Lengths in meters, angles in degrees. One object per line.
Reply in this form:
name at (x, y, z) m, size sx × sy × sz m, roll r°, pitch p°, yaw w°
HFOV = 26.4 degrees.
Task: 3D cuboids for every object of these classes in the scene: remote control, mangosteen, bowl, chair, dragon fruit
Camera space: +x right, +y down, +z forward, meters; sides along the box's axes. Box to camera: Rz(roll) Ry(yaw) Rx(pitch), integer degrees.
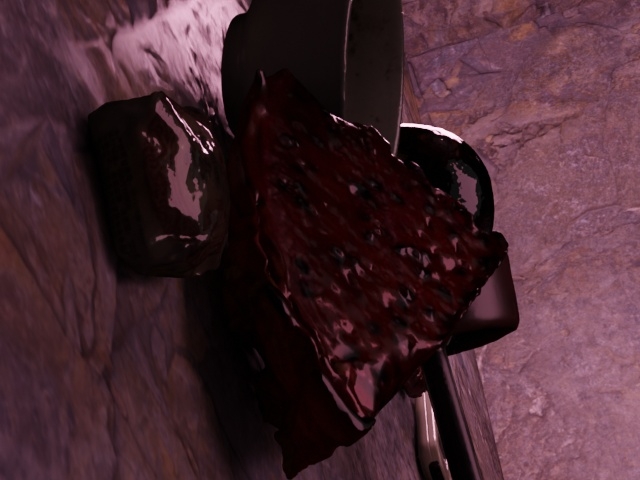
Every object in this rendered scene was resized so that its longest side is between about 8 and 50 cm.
remote control at (0.167, 0.293, 2.064) m, size 0.221 × 0.042 × 0.078 m, roll -84°, pitch 157°, yaw -65°
mangosteen at (0.103, -0.033, 1.714) m, size 0.265 × 0.228 × 0.228 m, roll -30°, pitch 104°, yaw -67°
bowl at (-0.012, -0.165, 1.359) m, size 0.289 × 0.146 × 0.289 m, roll 3°, pitch 90°, yaw -77°
chair at (0.156, 0.222, 1.537) m, size 0.226 × 0.226 × 0.401 m, roll 37°, pitch 39°, yaw -75°
dragon fruit at (-0.036, 0.058, 1.135) m, size 0.286 × 0.228 × 0.329 m, roll 41°, pitch 37°, yaw -7°

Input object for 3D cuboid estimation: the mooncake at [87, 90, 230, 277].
mooncake at (-0.103, -0.036, 0.923) m, size 0.130 × 0.073 × 0.125 m, roll -4°, pitch 79°, yaw -79°

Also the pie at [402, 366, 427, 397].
pie at (0.126, 0.164, 2.047) m, size 0.153 × 0.038 × 0.153 m, roll -17°, pitch 90°, yaw -83°
